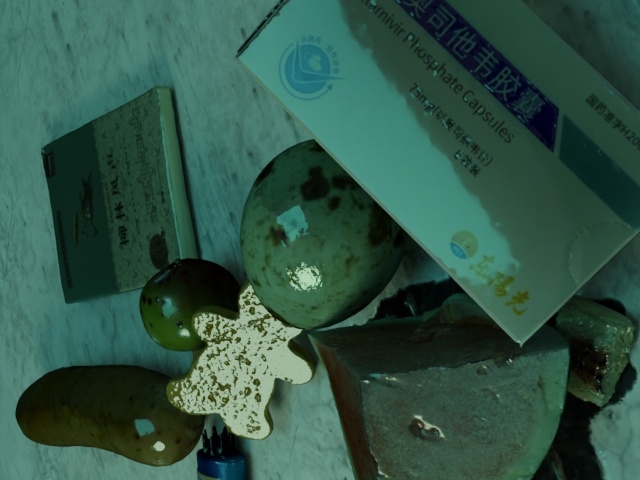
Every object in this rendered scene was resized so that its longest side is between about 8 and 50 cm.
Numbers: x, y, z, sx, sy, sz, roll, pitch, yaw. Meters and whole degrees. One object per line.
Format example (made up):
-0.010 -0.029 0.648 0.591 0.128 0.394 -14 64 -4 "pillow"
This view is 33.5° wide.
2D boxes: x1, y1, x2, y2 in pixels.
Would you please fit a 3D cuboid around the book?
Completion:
-0.302 -0.052 1.554 0.379 0.031 0.264 -14 84 51 "book"

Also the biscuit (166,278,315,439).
-0.083 0.131 1.253 0.158 0.035 0.240 28 120 -4 "biscuit"

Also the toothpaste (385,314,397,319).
0.083 0.121 1.127 0.024 0.015 0.083 -15 90 49 "toothpaste"

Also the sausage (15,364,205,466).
-0.333 0.248 1.571 0.501 0.123 0.136 -8 119 51 "sausage"

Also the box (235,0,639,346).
0.114 -0.105 0.875 0.343 0.065 0.200 46 107 10 "box"

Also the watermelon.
0.093 0.145 0.995 0.256 0.176 0.260 -54 13 6 "watermelon"

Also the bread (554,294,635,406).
0.232 0.094 0.925 0.070 0.035 0.083 33 123 45 "bread"

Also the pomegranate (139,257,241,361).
-0.148 0.093 1.331 0.159 0.129 0.129 46 148 -24 "pomegranate"

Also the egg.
0.000 0.000 1.088 0.169 0.169 0.231 52 141 32 "egg"

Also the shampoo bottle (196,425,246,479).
-0.127 0.333 1.385 0.087 0.050 0.183 3 98 53 "shampoo bottle"
